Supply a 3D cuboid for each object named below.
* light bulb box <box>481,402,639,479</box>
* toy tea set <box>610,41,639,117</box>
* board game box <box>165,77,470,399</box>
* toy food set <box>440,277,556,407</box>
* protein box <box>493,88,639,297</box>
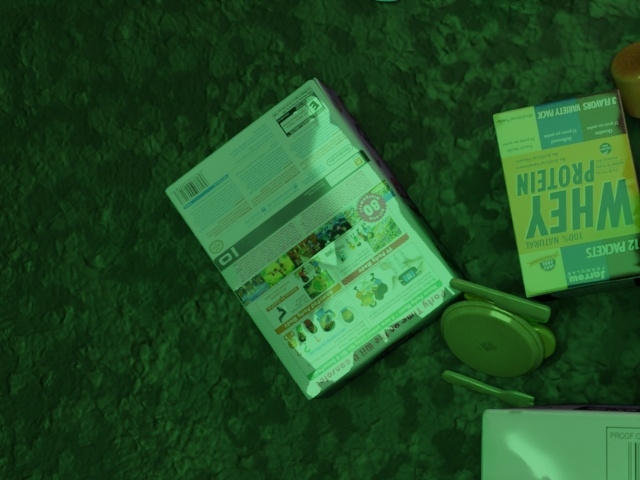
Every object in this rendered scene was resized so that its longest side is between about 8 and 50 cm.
[{"bbox_3d":[0.375,0.279,1.576,0.358,0.361,0.225,0,86,21],"label":"light bulb box"},{"bbox_3d":[0.486,-0.220,1.739,0.336,0.124,0.200,-11,49,29],"label":"toy tea set"},{"bbox_3d":[0.000,0.000,1.833,0.224,0.097,0.303,-36,79,9],"label":"board game box"},{"bbox_3d":[0.199,0.106,1.765,0.132,0.192,0.038,19,52,15],"label":"toy food set"},{"bbox_3d":[0.280,-0.042,1.721,0.136,0.201,0.199,-11,84,11],"label":"protein box"}]
